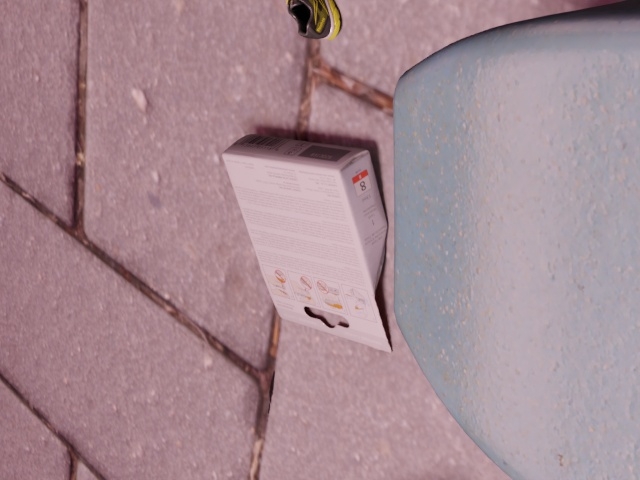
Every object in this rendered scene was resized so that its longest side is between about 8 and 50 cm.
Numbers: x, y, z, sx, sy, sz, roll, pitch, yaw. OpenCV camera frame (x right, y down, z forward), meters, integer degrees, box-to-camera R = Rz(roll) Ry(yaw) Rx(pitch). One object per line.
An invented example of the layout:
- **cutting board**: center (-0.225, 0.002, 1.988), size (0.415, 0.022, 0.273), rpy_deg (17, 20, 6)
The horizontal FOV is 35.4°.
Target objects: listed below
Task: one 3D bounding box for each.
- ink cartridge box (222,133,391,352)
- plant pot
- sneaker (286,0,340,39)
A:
- **ink cartridge box**: center (0.000, 0.000, 0.864), size (0.145, 0.045, 0.179), rpy_deg (13, 132, 44)
- **plant pot**: center (0.173, -0.010, 0.495), size (0.252, 0.247, 0.247), rpy_deg (18, 117, 41)
- **sneaker**: center (-0.012, -0.196, 0.788), size (0.031, 0.035, 0.083), rpy_deg (-30, 82, 48)
